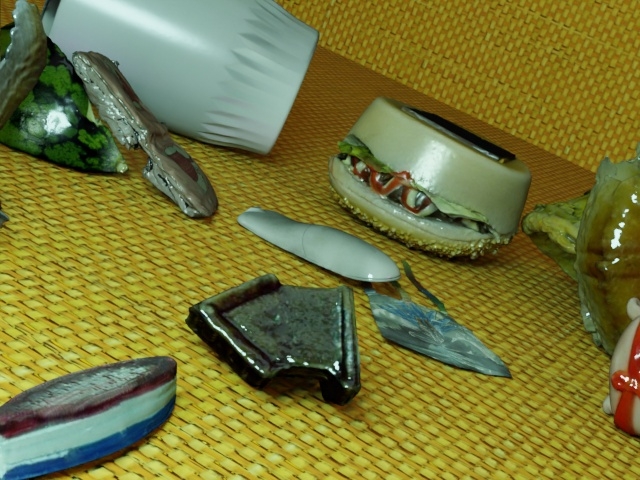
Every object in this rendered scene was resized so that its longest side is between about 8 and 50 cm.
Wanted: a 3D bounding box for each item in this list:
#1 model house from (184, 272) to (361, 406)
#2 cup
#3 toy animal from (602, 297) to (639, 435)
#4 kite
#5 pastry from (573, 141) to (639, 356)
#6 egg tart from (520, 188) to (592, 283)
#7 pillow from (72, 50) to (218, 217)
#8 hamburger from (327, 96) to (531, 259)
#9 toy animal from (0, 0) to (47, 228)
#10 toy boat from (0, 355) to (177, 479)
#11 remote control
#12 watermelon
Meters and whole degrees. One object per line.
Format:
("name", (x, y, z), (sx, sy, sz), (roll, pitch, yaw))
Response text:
("model house", (-0.046, 0.089, 1.121), (0.152, 0.106, 0.165), (8, -18, -8))
("cup", (-0.207, -0.286, 1.829), (0.371, 0.253, 0.253), (22, 16, -7))
("toy animal", (0.388, 0.159, 1.334), (0.171, 0.171, 0.197), (12, 17, -31))
("kite", (0.116, 0.081, 1.489), (0.169, 0.015, 0.310), (19, 17, -17))
("pastry", (0.474, 0.023, 1.594), (0.329, 0.330, 0.136), (19, 6, -9))
("egg tart", (0.432, 0.013, 1.798), (0.294, 0.123, 0.294), (33, -3, 2))
("pillow", (-0.211, -0.126, 1.517), (0.248, 0.049, 0.135), (54, 10, -7))
("hamburger", (0.156, -0.084, 1.798), (0.302, 0.170, 0.302), (25, 13, -6))
("toy animal", (-0.345, -0.062, 1.183), (0.272, 0.197, 0.160), (-24, 48, -5))
("toy boat", (-0.168, 0.123, 0.917), (0.080, 0.046, 0.229), (24, 17, 25))
("remote control", (0.000, 0.000, 1.512), (0.229, 0.044, 0.073), (26, 23, 34))
("watermelon", (-0.361, -0.200, 1.558), (0.159, 0.128, 0.303), (6, 23, -46))
